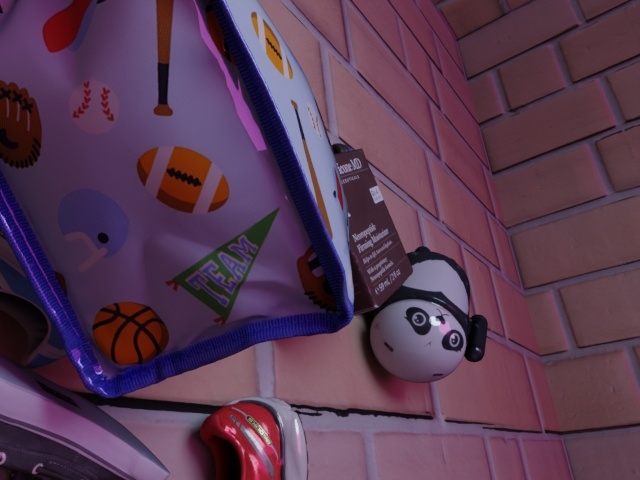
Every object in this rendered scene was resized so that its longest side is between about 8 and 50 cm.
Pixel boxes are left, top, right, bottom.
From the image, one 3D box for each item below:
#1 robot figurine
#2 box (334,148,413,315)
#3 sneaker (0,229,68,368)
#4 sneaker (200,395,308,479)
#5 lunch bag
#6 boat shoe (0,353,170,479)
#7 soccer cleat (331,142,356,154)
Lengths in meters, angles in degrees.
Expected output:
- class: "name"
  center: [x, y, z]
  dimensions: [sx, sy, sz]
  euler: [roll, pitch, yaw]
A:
- class: "robot figurine"
  center: [0.188, 0.127, 0.957]
  dimensions: [0.278, 0.209, 0.173]
  euler: [-63, 139, -53]
- class: "box"
  center: [0.000, 0.000, 0.734]
  dimensions: [0.168, 0.167, 0.203]
  euler: [-29, 97, -60]
- class: "sneaker"
  center: [-0.261, -0.005, 0.396]
  dimensions: [0.237, 0.085, 0.086]
  euler: [56, 42, -15]
- class: "sneaker"
  center: [-0.072, 0.305, 0.526]
  dimensions: [0.118, 0.107, 0.279]
  euler: [3, 65, -39]
- class: "lunch bag"
  center: [-0.133, -0.127, 0.440]
  dimensions: [0.328, 0.239, 0.385]
  euler: [-92, 162, -74]
- class: "boat shoe"
  center: [-0.206, 0.159, 0.390]
  dimensions: [0.076, 0.080, 0.228]
  euler: [-51, 141, -19]
- class: "soccer cleat"
  center: [0.069, -0.043, 0.951]
  dimensions: [0.121, 0.093, 0.289]
  euler: [16, 58, -54]
